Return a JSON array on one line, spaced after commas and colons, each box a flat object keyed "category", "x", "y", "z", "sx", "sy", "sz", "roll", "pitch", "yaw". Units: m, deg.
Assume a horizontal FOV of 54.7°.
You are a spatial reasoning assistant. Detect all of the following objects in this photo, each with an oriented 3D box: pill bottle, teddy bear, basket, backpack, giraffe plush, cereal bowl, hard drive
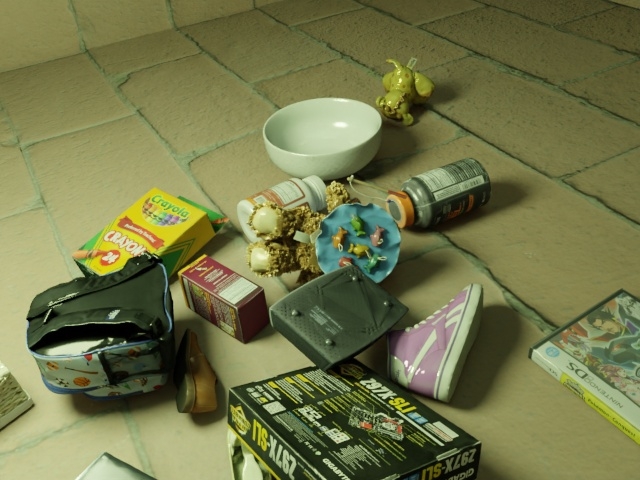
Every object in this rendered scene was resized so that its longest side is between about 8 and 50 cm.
[{"category": "pill bottle", "x": -0.089, "y": -0.082, "z": 1.544, "sx": 0.216, "sy": 0.121, "sz": 0.121, "roll": -27, "pitch": 43, "yaw": -26}, {"category": "teddy bear", "x": 0.000, "y": 0.000, "z": 1.346, "sx": 0.337, "sy": 0.245, "sz": 0.113, "roll": -14, "pitch": 13, "yaw": -10}, {"category": "basket", "x": -0.646, "y": 0.297, "z": 1.140, "sx": 0.113, "sy": 0.103, "sz": 0.167, "roll": 24, "pitch": 48, "yaw": 34}, {"category": "backpack", "x": -0.414, "y": 0.175, "z": 1.185, "sx": 0.263, "sy": 0.213, "sz": 0.276, "roll": -5, "pitch": 31, "yaw": -13}, {"category": "pill bottle", "x": 0.286, "y": -0.109, "z": 1.525, "sx": 0.245, "sy": 0.131, "sz": 0.130, "roll": -21, "pitch": 40, "yaw": -18}, {"category": "giraffe plush", "x": 0.255, "y": -0.455, "z": 1.965, "sx": 0.181, "sy": 0.210, "sz": 0.171, "roll": 20, "pitch": 76, "yaw": 14}, {"category": "cereal bowl", "x": 0.009, "y": -0.270, "z": 1.755, "sx": 0.338, "sy": 0.141, "sz": 0.339, "roll": -3, "pitch": 38, "yaw": 2}, {"category": "hard drive", "x": 0.036, "y": 0.142, "z": 1.160, "sx": 0.172, "sy": 0.054, "sz": 0.254, "roll": 38, "pitch": 37, "yaw": 22}]

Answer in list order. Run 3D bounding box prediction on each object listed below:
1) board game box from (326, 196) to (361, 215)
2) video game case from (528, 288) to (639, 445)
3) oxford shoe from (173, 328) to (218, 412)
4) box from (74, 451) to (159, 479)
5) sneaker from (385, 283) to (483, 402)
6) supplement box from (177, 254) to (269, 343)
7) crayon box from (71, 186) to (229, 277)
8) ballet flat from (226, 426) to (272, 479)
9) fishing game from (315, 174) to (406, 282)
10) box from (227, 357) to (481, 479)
[{"category": "board game box", "x": 0.050, "y": -0.023, "z": 1.447, "sx": 0.033, "sy": 0.133, "sz": 0.168, "roll": 38, "pitch": 54, "yaw": 26}, {"category": "video game case", "x": 0.576, "y": 0.220, "z": 1.146, "sx": 0.274, "sy": 0.035, "sz": 0.248, "roll": -25, "pitch": 42, "yaw": -23}, {"category": "oxford shoe", "x": -0.239, "y": 0.253, "z": 1.192, "sx": 0.076, "sy": 0.076, "sz": 0.212, "roll": 14, "pitch": 28, "yaw": -25}, {"category": "box", "x": -0.138, "y": 0.476, "z": 0.697, "sx": 0.395, "sy": 0.294, "sz": 0.212, "roll": 16, "pitch": 42, "yaw": 25}, {"category": "sneaker", "x": 0.217, "y": 0.170, "z": 1.203, "sx": 0.161, "sy": 0.102, "sz": 0.282, "roll": 13, "pitch": 41, "yaw": 26}, {"category": "supplement box", "x": -0.205, "y": 0.121, "z": 1.310, "sx": 0.188, "sy": 0.104, "sz": 0.081, "roll": 25, "pitch": 47, "yaw": 33}, {"category": "crayon box", "x": -0.400, "y": -0.007, "z": 1.474, "sx": 0.202, "sy": 0.081, "sz": 0.318, "roll": 23, "pitch": 56, "yaw": 32}, {"category": "ballet flat", "x": -0.114, "y": 0.358, "z": 1.016, "sx": 0.086, "sy": 0.086, "sz": 0.248, "roll": -10, "pitch": 38, "yaw": -6}, {"category": "fishing game", "x": 0.081, "y": 0.008, "z": 1.286, "sx": 0.189, "sy": 0.264, "sz": 0.041, "roll": 17, "pitch": 1, "yaw": -12}, {"category": "box", "x": 0.040, "y": 0.298, "z": 0.960, "sx": 0.257, "sy": 0.079, "sz": 0.322, "roll": -6, "pitch": 18, "yaw": -36}]
